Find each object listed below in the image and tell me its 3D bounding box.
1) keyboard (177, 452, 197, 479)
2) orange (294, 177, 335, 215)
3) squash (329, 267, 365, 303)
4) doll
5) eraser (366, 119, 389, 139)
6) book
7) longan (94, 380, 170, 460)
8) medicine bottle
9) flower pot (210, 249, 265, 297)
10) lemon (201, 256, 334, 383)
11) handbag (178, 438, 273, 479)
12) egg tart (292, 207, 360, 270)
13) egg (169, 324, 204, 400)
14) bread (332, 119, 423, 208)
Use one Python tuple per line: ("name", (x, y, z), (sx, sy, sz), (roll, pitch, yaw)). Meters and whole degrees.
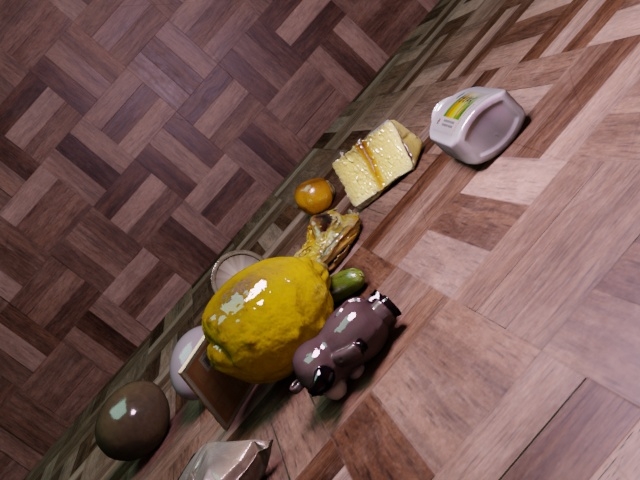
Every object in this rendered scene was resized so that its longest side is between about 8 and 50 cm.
("keyboard", (-0.353, 0.612, 1.698), (0.231, 0.023, 0.072), (-57, 9, -32))
("orange", (-0.020, -0.161, 2.570), (0.157, 0.134, 0.156), (-7, 6, 1))
("squash", (0.027, 0.125, 1.740), (0.252, 0.066, 0.066), (-35, 19, 47))
("doll", (0.041, 0.206, 1.367), (0.257, 0.117, 0.182), (-49, 12, -4))
("eraser", (0.184, -0.322, 2.476), (0.124, 0.068, 0.210), (-37, 18, 49))
("book", (-0.243, 0.327, 1.718), (0.018, 0.241, 0.170), (5, 47, 34))
("longan", (-0.576, 0.553, 2.146), (0.246, 0.215, 0.246), (-31, 8, 5))
("medicine bottle", (0.362, -0.286, 1.707), (0.179, 0.124, 0.324), (-48, 12, 7))
("flower pot", (-0.275, 0.158, 2.391), (0.212, 0.212, 0.202), (-55, 1, -23))
("lemon", (-0.114, 0.181, 1.627), (0.316, 0.285, 0.285), (-13, -14, -42))
("handbag", (-0.210, 0.479, 1.411), (0.182, 0.117, 0.270), (-42, 7, -37))
("egg tart", (0.000, 0.000, 2.069), (0.297, 0.132, 0.297), (-51, 9, 11))
("egg", (-0.350, 0.357, 2.054), (0.176, 0.176, 0.231), (-38, 21, 39))
("bread", (0.182, -0.223, 2.118), (0.266, 0.142, 0.178), (-36, 59, 40))
